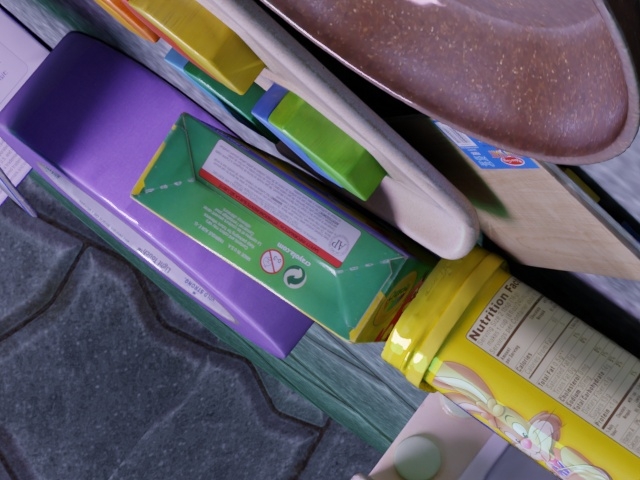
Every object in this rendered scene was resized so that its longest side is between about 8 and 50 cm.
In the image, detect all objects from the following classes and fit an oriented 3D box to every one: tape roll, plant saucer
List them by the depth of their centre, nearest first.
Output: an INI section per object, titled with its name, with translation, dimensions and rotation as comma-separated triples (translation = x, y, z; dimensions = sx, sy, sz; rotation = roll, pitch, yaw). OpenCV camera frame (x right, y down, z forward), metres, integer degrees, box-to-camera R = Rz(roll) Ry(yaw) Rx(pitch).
[plant saucer]
translation = 0.009, -0.095, 0.354
dimensions = 0.199, 0.036, 0.198
rotation = 37, 171, 7
[tape roll]
translation = -0.107, -0.030, 1.006
dimensions = 0.275, 0.090, 0.275
rotation = 37, 172, 6

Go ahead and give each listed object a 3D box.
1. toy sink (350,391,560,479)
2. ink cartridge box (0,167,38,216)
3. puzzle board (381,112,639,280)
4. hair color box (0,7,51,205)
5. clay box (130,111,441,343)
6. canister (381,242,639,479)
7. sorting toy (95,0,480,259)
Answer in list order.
[toy sink]
translation = 0.129, 0.176, 0.968
dimensions = 0.153, 0.131, 0.234
rotation = 36, 176, 17
[ink cartridge box]
translation = -0.290, -0.166, 0.783
dimensions = 0.307, 0.072, 0.303
rotation = 35, 168, 9
[puzzle board]
translation = 0.077, -0.021, 0.550
dimensions = 0.096, 0.011, 0.128
rotation = 42, 170, -14
[hair color box]
translation = -0.374, -0.161, 1.097
dimensions = 0.339, 0.185, 0.110
rotation = 42, 172, -20
[clay box]
translation = 0.000, 0.000, 0.712
dimensions = 0.127, 0.053, 0.222
rotation = 33, -175, 12
[canister]
translation = 0.122, 0.078, 0.648
dimensions = 0.170, 0.073, 0.126
rotation = 35, 179, 14
[sorting toy]
translation = -0.042, -0.080, 0.581
dimensions = 0.208, 0.038, 0.193
rotation = 45, 175, -34
